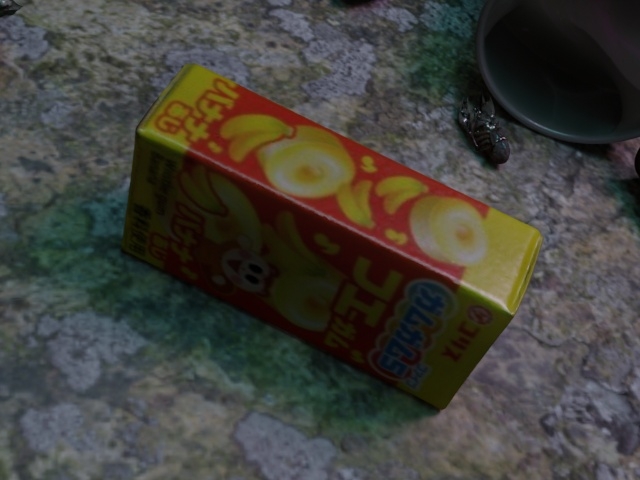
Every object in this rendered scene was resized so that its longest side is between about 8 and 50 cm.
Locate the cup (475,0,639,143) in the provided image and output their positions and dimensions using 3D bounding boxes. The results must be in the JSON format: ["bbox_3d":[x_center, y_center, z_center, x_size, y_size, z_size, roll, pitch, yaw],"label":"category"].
[{"bbox_3d":[0.290,-0.275,0.952,0.212,0.212,0.317,23,46,1],"label":"cup"}]

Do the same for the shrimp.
[{"bbox_3d":[0.153,-0.109,0.889,0.038,0.029,0.092,-1,46,-9],"label":"shrimp"}]

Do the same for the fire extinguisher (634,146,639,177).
[{"bbox_3d":[0.403,0.026,0.786,0.102,0.138,0.344,-9,55,-21],"label":"fire extinguisher"}]

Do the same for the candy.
[{"bbox_3d":[0.000,0.000,0.669,0.276,0.146,0.088,27,50,2],"label":"candy"}]

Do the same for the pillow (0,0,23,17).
[{"bbox_3d":[-0.401,-0.275,0.762,0.310,0.138,0.283,-3,53,-17],"label":"pillow"}]
